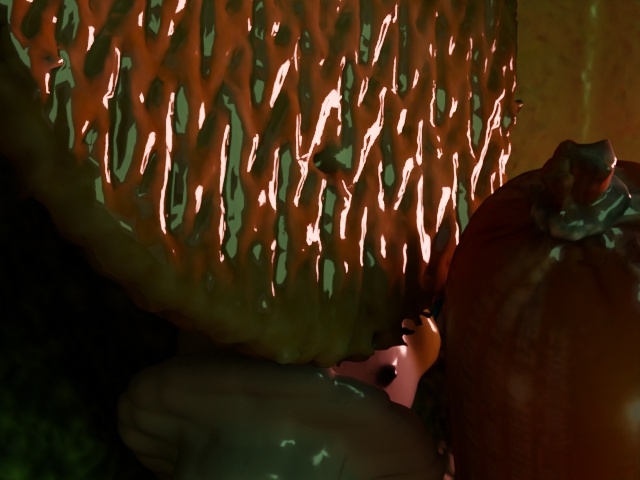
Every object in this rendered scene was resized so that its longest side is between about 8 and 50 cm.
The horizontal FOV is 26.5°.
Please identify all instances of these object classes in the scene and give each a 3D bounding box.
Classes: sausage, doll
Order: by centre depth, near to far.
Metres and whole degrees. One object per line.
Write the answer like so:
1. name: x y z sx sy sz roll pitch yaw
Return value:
1. sausage: 0.092 0.077 0.470 0.312 0.093 0.093 79 23 -50
2. doll: 0.000 0.000 0.524 0.138 0.119 0.293 87 13 -54

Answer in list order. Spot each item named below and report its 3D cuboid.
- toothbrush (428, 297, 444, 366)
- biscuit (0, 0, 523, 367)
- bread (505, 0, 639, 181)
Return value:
1. toothbrush: 0.080 -0.056 0.693 0.028 0.026 0.294 54 41 -39
2. biscuit: -0.017 -0.088 0.415 0.254 0.035 0.254 16 68 -46
3. bread: 0.160 -0.047 0.613 0.167 0.163 0.264 -15 93 -74
